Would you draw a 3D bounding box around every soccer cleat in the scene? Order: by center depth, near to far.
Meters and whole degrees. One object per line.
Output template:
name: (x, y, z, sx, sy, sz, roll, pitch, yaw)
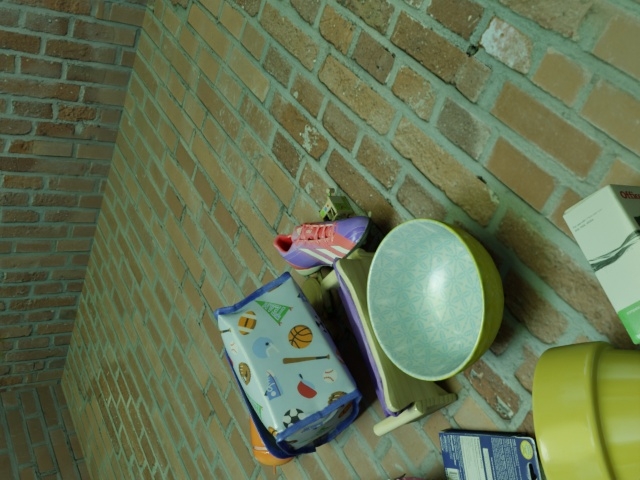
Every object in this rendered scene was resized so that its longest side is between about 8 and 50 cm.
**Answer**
soccer cleat: (0.000, 0.000, 1.482, 0.318, 0.116, 0.108, -25, 32, 57)

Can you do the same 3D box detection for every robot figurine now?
robot figurine: (-0.124, 0.496, 1.700, 0.158, 0.128, 0.219, -14, 80, 52)

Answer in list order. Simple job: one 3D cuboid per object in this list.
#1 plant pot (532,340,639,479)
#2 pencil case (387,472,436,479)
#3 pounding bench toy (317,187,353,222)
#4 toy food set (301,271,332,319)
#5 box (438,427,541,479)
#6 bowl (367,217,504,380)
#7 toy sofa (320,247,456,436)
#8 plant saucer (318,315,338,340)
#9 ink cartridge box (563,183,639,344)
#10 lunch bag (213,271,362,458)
plant pot: (0.449, 0.252, 0.863, 0.239, 0.254, 0.253, -19, 75, 37)
pencil case: (0.117, 0.592, 1.337, 0.386, 0.160, 0.167, -44, 36, 52)
pounding bench toy: (0.028, -0.078, 1.549, 0.065, 0.052, 0.083, -55, 50, 39)
toy food set: (-0.014, 0.158, 1.630, 0.192, 0.039, 0.132, -53, 44, 48)
box: (0.320, 0.423, 1.188, 0.225, 0.037, 0.136, -18, 77, 53)
bowl: (0.238, 0.103, 1.191, 0.290, 0.156, 0.289, 2, 93, 53)
toy sofa: (0.114, 0.207, 1.341, 0.150, 0.177, 0.362, -45, 57, 44)
plant saucer: (0.004, 0.221, 1.580, 0.084, 0.015, 0.083, 20, 134, 22)
ink cartridge box: (0.457, 0.028, 0.903, 0.087, 0.153, 0.208, -45, 58, 43)
lunch bag: (-0.074, 0.311, 1.489, 0.327, 0.239, 0.385, 61, 171, 22)
